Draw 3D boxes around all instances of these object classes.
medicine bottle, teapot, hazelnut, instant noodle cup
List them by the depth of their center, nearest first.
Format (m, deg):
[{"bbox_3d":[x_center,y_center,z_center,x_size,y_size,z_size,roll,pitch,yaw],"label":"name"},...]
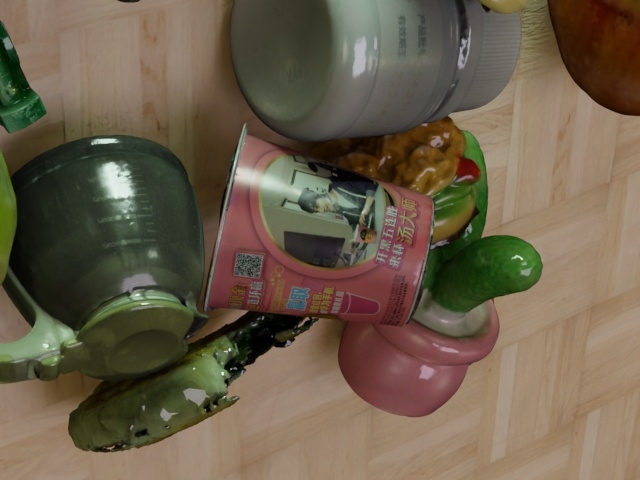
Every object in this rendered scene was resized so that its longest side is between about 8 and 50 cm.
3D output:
[{"bbox_3d":[-0.267,0.030,1.615,0.321,0.239,0.239,10,133,-39],"label":"teapot"},{"bbox_3d":[0.000,0.000,1.750,0.255,0.244,0.244,14,111,-3],"label":"instant noodle cup"},{"bbox_3d":[0.071,-0.249,1.773,0.306,0.245,0.245,-8,120,-39],"label":"medicine bottle"},{"bbox_3d":[0.473,-0.355,2.039,0.372,0.315,0.372,-48,166,-16],"label":"hazelnut"}]

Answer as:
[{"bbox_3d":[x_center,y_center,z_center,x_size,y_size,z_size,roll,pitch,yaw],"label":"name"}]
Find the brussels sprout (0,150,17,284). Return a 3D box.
[{"bbox_3d":[-0.454,-0.016,1.445,0.268,0.344,0.344,-34,146,-72],"label":"brussels sprout"}]

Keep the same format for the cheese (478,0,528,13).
[{"bbox_3d":[0.144,-0.423,1.676,0.128,0.259,0.316,-40,107,21],"label":"cheese"}]

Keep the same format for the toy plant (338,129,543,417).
[{"bbox_3d":[0.158,0.061,2.076,0.210,0.317,0.356,6,126,-21],"label":"toy plant"}]

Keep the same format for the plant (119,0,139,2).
[{"bbox_3d":[-0.285,-0.323,1.473,0.274,0.149,0.146,13,76,-51],"label":"plant"}]

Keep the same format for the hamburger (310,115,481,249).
[{"bbox_3d":[0.097,-0.095,1.915,0.237,0.237,0.149,-29,126,-26],"label":"hamburger"}]

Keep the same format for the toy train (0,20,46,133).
[{"bbox_3d":[-0.356,-0.203,1.523,0.071,0.104,0.178,-33,133,-17],"label":"toy train"}]

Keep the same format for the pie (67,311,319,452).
[{"bbox_3d":[-0.172,0.171,1.803,0.078,0.296,0.371,65,27,-5],"label":"pie"}]

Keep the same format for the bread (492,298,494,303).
[{"bbox_3d":[0.242,0.100,2.297,0.083,0.046,0.081,22,94,-45],"label":"bread"}]
